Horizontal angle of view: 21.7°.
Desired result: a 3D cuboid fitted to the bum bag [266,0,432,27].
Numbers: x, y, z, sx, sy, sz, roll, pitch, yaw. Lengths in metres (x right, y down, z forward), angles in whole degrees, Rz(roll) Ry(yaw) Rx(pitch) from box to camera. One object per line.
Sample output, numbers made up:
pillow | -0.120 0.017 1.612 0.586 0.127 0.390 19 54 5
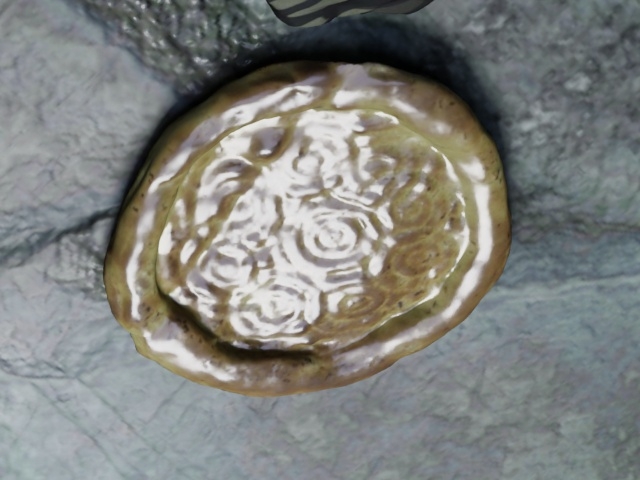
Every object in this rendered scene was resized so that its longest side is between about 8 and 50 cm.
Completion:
bum bag | 0.104 -0.218 0.807 0.340 0.095 0.144 -44 149 19

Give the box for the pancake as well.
pancake | 0.000 0.000 0.992 0.250 0.031 0.250 -7 127 -9
